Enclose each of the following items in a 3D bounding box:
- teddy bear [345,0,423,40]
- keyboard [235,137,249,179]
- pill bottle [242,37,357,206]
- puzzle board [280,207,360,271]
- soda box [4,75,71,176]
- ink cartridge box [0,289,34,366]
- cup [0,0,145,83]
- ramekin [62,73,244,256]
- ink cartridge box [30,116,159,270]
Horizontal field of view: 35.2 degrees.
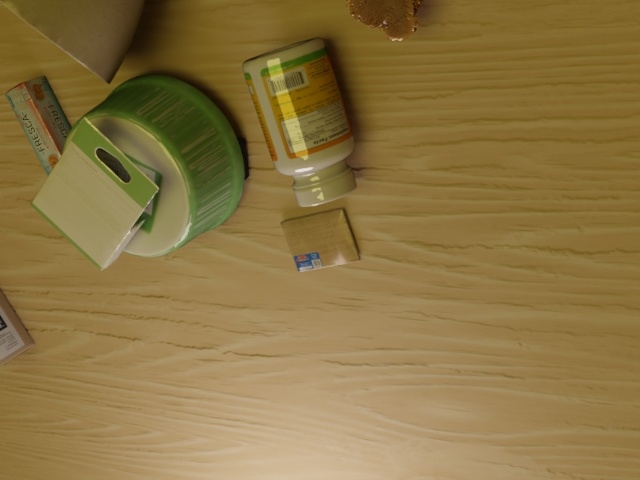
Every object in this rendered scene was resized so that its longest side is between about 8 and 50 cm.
[{"bbox_3d":[0.155,-0.445,1.406,0.245,0.113,0.338,17,129,2],"label":"teddy bear"},{"bbox_3d":[-0.210,-0.163,1.778,0.180,0.023,0.108,5,119,25],"label":"keyboard"},{"bbox_3d":[-0.024,-0.185,1.603,0.136,0.136,0.246,-10,105,30],"label":"pill bottle"},{"bbox_3d":[0.000,0.000,1.742,0.128,0.011,0.096,-11,106,31],"label":"puzzle board"},{"bbox_3d":[-0.512,-0.210,1.889,0.058,0.063,0.183,-20,99,32],"label":"soda box"},{"bbox_3d":[-0.733,0.195,2.067,0.088,0.234,0.193,-26,98,32],"label":"ink cartridge box"},{"bbox_3d":[-0.404,-0.446,1.616,0.331,0.331,0.237,37,90,10],"label":"cup"},{"bbox_3d":[-0.297,-0.119,1.740,0.303,0.148,0.303,13,121,22],"label":"ramekin"},{"bbox_3d":[-0.364,-0.081,1.668,0.171,0.056,0.235,43,126,0],"label":"ink cartridge box"}]
